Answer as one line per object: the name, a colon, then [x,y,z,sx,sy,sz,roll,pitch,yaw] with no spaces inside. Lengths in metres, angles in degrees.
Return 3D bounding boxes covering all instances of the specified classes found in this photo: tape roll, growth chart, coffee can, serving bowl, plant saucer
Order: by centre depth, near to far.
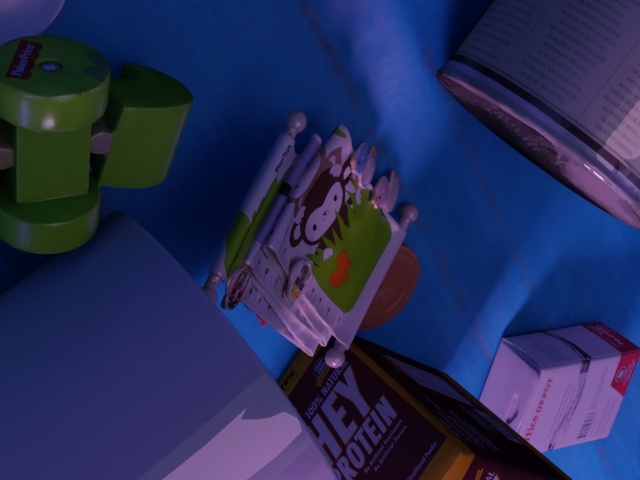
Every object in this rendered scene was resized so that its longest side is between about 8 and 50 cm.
serving bowl: [-0.185,-0.152,0.700,0.083,0.027,0.083,-22,131,-28]
tape roll: [-0.123,0.125,0.785,0.169,0.246,0.246,-39,136,-13]
growth chart: [0.000,0.000,0.908,0.237,0.021,0.172,37,75,-59]
coffee can: [0.246,-0.174,0.916,0.275,0.201,0.201,-53,137,3]
plant saucer: [0.050,0.039,1.037,0.083,0.013,0.084,-21,129,-28]

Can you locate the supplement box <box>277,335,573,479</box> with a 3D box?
supplement box: [0.075,0.190,1.030,0.194,0.191,0.129,26,100,-46]

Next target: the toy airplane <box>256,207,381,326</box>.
toy airplane: [-0.010,-0.005,0.941,0.151,0.028,0.151,-34,137,-39]

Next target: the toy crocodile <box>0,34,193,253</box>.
toy crocodile: [-0.226,-0.051,0.690,0.340,0.105,0.115,-13,134,-27]

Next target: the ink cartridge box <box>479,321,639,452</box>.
ink cartridge box: [0.232,0.147,1.225,0.150,0.063,0.109,-4,120,-38]
